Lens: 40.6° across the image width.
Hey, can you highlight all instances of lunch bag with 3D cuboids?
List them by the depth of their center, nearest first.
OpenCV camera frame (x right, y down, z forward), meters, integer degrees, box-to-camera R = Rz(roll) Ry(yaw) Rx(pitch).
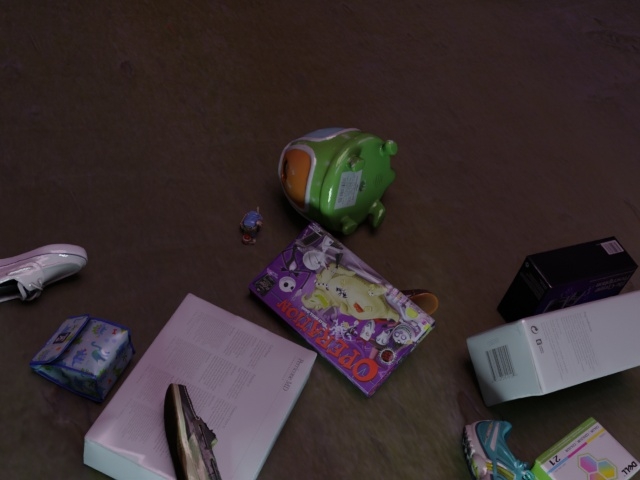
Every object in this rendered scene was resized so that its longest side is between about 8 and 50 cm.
[{"bbox_3d":[-0.443,0.209,1.610,0.151,0.096,0.129,15,45,17],"label":"lunch bag"}]

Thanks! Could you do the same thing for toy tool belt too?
[{"bbox_3d":[-0.156,-0.036,1.962,0.052,0.051,0.083,19,45,1],"label":"toy tool belt"}]

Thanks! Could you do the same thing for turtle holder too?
[{"bbox_3d":[0.049,-0.170,2.029,0.227,0.243,0.320,22,51,29],"label":"turtle holder"}]

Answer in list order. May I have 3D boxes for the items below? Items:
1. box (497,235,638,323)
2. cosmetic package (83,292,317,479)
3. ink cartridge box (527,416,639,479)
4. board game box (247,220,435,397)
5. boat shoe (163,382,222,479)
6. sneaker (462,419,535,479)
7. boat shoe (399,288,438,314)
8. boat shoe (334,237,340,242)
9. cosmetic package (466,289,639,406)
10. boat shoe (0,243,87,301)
[{"bbox_3d":[0.556,0.106,1.954,0.261,0.184,0.103,-11,53,-26],"label":"box"},{"bbox_3d":[-0.208,0.302,1.584,0.284,0.097,0.377,23,45,8],"label":"cosmetic package"},{"bbox_3d":[0.536,0.490,1.633,0.188,0.097,0.255,-24,57,-34],"label":"ink cartridge box"},{"bbox_3d":[0.041,0.136,1.800,0.347,0.056,0.208,39,79,20],"label":"board game box"},{"bbox_3d":[-0.207,0.340,1.433,0.073,0.080,0.224,-2,54,-26],"label":"boat shoe"},{"bbox_3d":[0.342,0.447,1.589,0.110,0.107,0.275,-11,49,-1],"label":"sneaker"},{"bbox_3d":[0.148,0.148,1.871,0.207,0.073,0.073,-7,12,-12],"label":"boat shoe"},{"bbox_3d":[0.000,0.000,1.987,0.100,0.035,0.035,1,47,-16],"label":"boat shoe"},{"bbox_3d":[0.526,0.216,1.790,0.385,0.217,0.156,-9,77,-24],"label":"cosmetic package"},{"bbox_3d":[-0.581,0.080,1.699,0.258,0.095,0.084,-16,57,-16],"label":"boat shoe"}]
